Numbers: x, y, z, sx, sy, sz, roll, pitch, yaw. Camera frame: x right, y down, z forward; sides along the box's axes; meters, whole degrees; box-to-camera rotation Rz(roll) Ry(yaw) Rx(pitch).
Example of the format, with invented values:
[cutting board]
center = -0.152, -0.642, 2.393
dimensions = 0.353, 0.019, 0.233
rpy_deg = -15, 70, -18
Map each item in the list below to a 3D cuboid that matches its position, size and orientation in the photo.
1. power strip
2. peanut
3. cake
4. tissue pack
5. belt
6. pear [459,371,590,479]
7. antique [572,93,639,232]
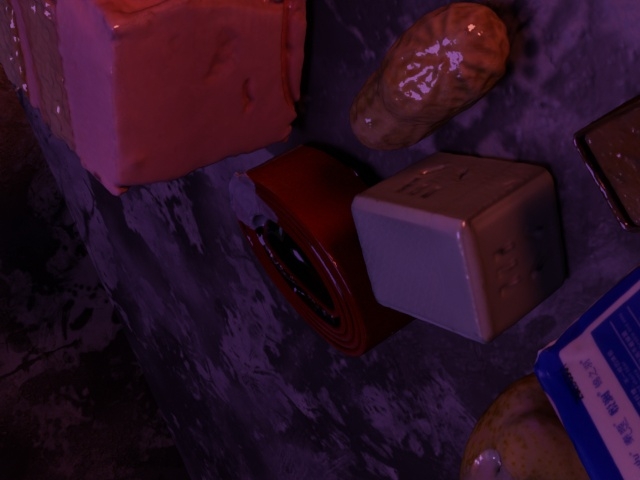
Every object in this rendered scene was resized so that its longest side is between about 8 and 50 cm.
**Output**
[power strip]
center = 0.125, -0.006, 0.801
dimensions = 0.224, 0.140, 0.139
rpy_deg = 17, 131, 50
[peanut]
center = 0.098, -0.156, 0.742
dimensions = 0.095, 0.108, 0.226
rpy_deg = 67, 154, 5
[cake]
center = -0.217, -0.266, 0.933
dimensions = 0.307, 0.314, 0.293
rpy_deg = 47, 147, 26
[tissue pack]
center = 0.298, 0.143, 0.527
dimensions = 0.209, 0.137, 0.270
rpy_deg = -53, 32, 27
[belt]
center = 0.000, 0.000, 1.011
dimensions = 0.324, 0.115, 0.227
rpy_deg = 47, 154, 26
[pear]
center = 0.263, 0.260, 0.750
dimensions = 0.271, 0.271, 0.271
rpy_deg = 38, 144, 34
[antique]
center = 0.314, -0.097, 0.478
dimensions = 0.093, 0.087, 0.310
rpy_deg = 61, 152, 0
